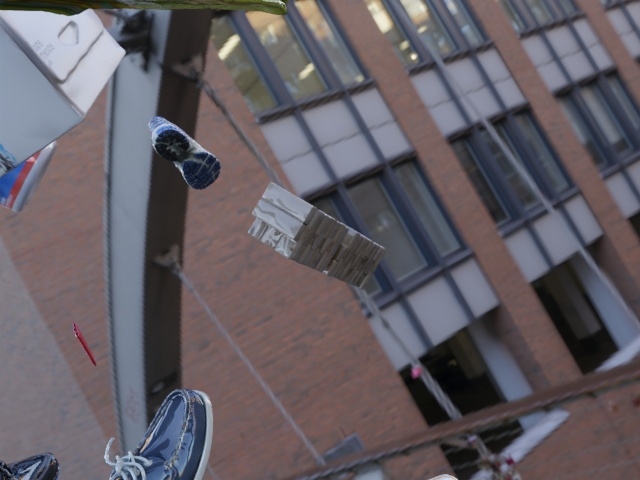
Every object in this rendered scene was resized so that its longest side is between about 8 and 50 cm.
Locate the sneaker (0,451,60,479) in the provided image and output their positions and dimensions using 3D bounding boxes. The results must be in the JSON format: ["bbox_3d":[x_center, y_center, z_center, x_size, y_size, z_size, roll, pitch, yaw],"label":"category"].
[{"bbox_3d":[-0.378,0.269,0.935,0.188,0.078,0.067,-4,20,-40],"label":"sneaker"}]

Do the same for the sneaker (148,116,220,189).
[{"bbox_3d":[-0.180,-0.120,1.110,0.052,0.058,0.135,-39,-38,0],"label":"sneaker"}]

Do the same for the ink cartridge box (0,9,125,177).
[{"bbox_3d":[-0.347,-0.162,0.831,0.233,0.168,0.171,-29,29,19],"label":"ink cartridge box"}]

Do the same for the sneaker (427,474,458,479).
[{"bbox_3d":[0.124,0.465,1.242,0.127,0.126,0.321,-43,-11,-50],"label":"sneaker"}]

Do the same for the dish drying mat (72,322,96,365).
[{"bbox_3d":[-0.374,0.165,1.331,0.008,0.032,0.083,-25,-40,-14],"label":"dish drying mat"}]

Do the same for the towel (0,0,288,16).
[{"bbox_3d":[-0.149,-0.185,0.652,0.237,0.021,0.102,9,17,30],"label":"towel"}]

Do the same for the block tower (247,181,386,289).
[{"bbox_3d":[0.000,0.000,1.418,0.091,0.097,0.335,-59,-28,2],"label":"block tower"}]

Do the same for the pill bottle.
[{"bbox_3d":[-0.505,-0.141,1.203,0.124,0.221,0.124,-57,15,25],"label":"pill bottle"}]

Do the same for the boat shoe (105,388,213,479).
[{"bbox_3d":[-0.196,0.273,0.899,0.095,0.079,0.254,3,65,53],"label":"boat shoe"}]
